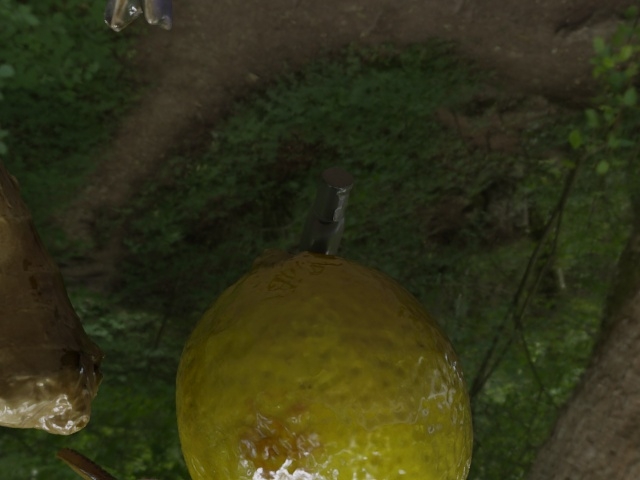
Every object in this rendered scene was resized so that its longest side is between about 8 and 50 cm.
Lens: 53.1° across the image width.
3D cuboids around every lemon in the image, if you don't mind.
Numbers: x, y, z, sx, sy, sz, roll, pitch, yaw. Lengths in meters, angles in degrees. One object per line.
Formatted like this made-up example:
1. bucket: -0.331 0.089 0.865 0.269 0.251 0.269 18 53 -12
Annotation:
1. lemon: 0.003 0.145 0.546 0.267 0.268 0.267 22 177 1

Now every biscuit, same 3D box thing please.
1. biscuit: -0.422 0.495 1.286 0.176 0.031 0.229 16 144 32

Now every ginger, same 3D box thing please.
1. ginger: -0.276 0.033 0.558 0.086 0.295 0.131 -28 171 25

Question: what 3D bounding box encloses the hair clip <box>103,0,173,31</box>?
1. hair clip: -0.156 -0.324 0.592 0.084 0.292 0.106 -5 172 17

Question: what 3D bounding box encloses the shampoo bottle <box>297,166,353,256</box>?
1. shampoo bottle: 0.000 0.000 0.647 0.040 0.080 0.165 18 133 4

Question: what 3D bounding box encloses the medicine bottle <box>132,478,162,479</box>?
1. medicine bottle: -0.298 0.568 1.056 0.178 0.291 0.178 3 134 3
